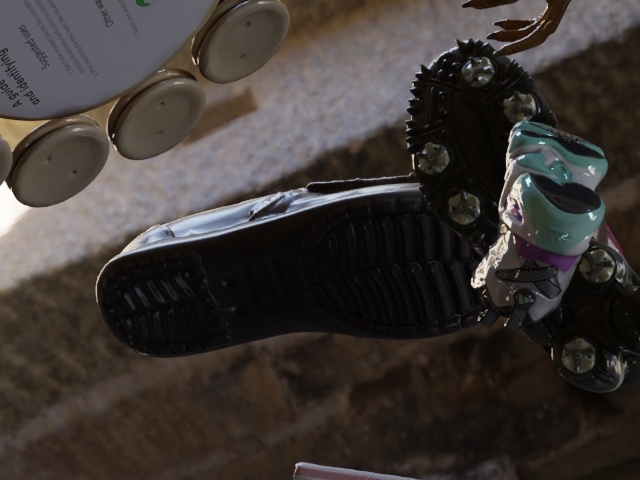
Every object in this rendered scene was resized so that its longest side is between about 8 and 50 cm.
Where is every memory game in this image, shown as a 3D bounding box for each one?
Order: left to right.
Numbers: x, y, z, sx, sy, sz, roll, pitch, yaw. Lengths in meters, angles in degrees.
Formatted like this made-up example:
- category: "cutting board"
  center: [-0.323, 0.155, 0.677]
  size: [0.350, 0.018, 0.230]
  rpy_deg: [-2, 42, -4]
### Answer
- category: "memory game"
  center: [-0.066, -0.074, 0.393]
  size: [0.186, 0.186, 0.012]
  rpy_deg: [-34, 66, -12]

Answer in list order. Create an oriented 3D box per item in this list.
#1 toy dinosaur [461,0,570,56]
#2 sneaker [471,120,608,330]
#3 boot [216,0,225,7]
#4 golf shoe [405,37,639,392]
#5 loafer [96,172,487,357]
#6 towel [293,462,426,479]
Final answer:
- category: "toy dinosaur"
  center: [0.096, -0.145, 0.603]
  size: [0.211, 0.112, 0.064]
  rpy_deg: [7, 44, 15]
- category: "sneaker"
  center: [0.073, 0.000, 0.482]
  size: [0.038, 0.069, 0.098]
  rpy_deg: [23, 24, 5]
- category: "boot"
  center: [-0.149, -0.249, 0.599]
  size: [0.131, 0.348, 0.260]
  rpy_deg: [-46, 62, 11]
- category: "golf shoe"
  center: [0.148, -0.013, 0.955]
  size: [0.105, 0.120, 0.273]
  rpy_deg: [-30, 73, 11]
- category: "loafer"
  center: [0.000, 0.000, 1.109]
  size: [0.366, 0.134, 0.130]
  rpy_deg: [-5, 29, 9]
- category: "towel"
  center: [0.038, 0.234, 0.971]
  size: [0.144, 0.197, 0.029]
  rpy_deg: [8, 37, -4]
